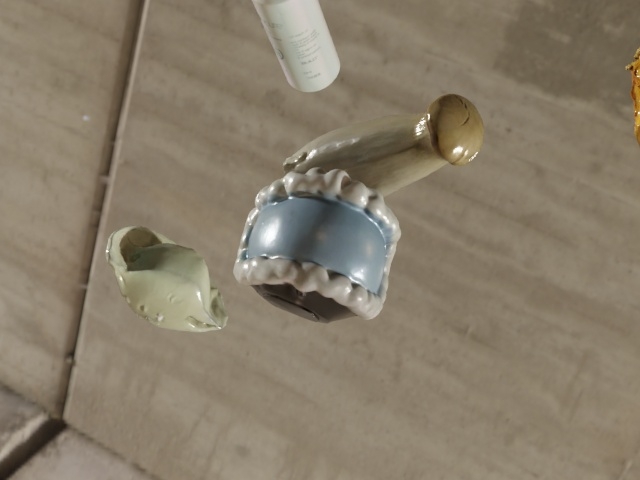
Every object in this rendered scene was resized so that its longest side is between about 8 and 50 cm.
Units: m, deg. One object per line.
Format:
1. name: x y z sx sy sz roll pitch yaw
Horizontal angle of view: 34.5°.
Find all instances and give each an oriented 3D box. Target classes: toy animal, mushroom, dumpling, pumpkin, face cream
1. toy animal: 0.000 0.000 1.328 0.208 0.156 0.204 17 -109 1
2. mushroom: 0.091 -0.146 1.798 0.154 0.407 0.137 52 -138 -17
3. dumpling: -0.084 0.019 0.570 0.077 0.043 0.059 14 -140 -17
4. pumpkin: 0.270 -0.129 0.846 0.035 0.101 0.073 6 -139 0
5. face cream: -0.047 -0.339 1.493 0.092 0.311 0.092 -6 -119 12
